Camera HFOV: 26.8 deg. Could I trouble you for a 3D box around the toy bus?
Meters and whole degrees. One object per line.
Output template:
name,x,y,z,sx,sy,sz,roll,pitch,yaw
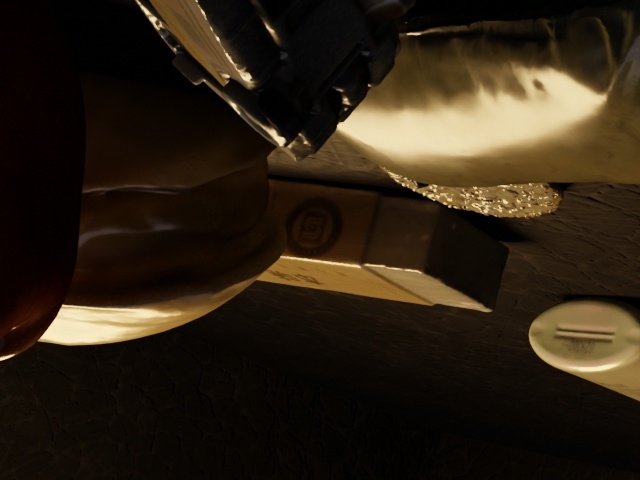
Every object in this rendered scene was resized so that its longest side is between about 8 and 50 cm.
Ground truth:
toy bus,-0.049,-0.140,0.563,0.138,0.097,0.342,39,176,17

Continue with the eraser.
eraser,0.000,0.000,1.301,0.343,0.078,0.144,8,167,38

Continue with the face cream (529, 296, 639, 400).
face cream,0.400,0.152,1.444,0.349,0.081,0.173,24,167,-32

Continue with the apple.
apple,-0.288,-0.057,0.822,0.288,0.316,0.288,-12,171,-2

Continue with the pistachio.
pistachio,-0.180,-0.027,1.083,0.321,0.229,0.238,4,-154,31

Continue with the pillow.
pillow,0.107,-0.079,0.758,0.302,0.075,0.185,4,159,47

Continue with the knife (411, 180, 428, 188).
knife,0.028,-0.081,0.918,0.021,0.045,0.222,-30,142,19

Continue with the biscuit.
biscuit,0.113,-0.051,1.028,0.152,0.020,0.152,16,165,4
